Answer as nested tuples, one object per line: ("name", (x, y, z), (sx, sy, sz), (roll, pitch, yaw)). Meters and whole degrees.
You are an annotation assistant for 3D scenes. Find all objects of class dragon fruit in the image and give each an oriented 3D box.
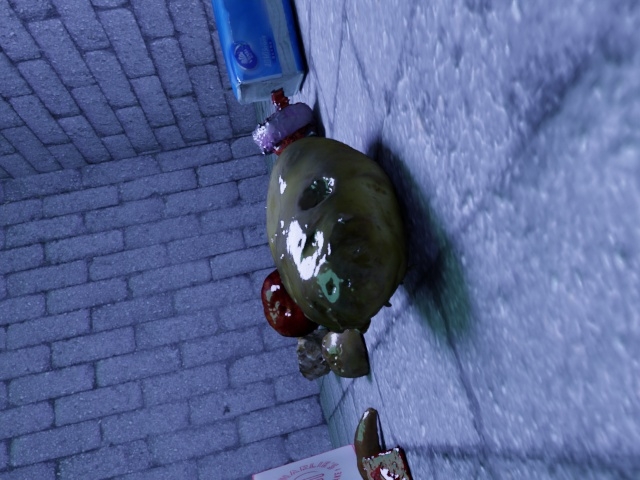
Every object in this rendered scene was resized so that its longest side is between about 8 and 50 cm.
("dragon fruit", (0.113, 0.401, 0.857), (0.097, 0.063, 0.131), (88, 168, -58))

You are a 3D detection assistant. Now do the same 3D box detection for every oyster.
("oyster", (-0.011, 0.342, 1.651), (0.341, 0.110, 0.166), (83, -179, -59))

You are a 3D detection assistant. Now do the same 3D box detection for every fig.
("fig", (-0.056, 0.156, 1.528), (0.203, 0.186, 0.249), (65, -152, -6))

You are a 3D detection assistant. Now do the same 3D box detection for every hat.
("hat", (-0.028, -0.155, 0.989), (0.227, 0.129, 0.140), (60, 149, 3))

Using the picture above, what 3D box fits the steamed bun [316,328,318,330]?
("steamed bun", (-0.059, 0.243, 1.818), (0.175, 0.107, 0.144), (-50, -43, -83))

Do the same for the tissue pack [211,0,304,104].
("tissue pack", (-0.129, -0.422, 1.049), (0.198, 0.146, 0.263), (-163, 61, -82))

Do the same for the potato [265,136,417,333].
("potato", (0.017, -0.007, 0.599), (0.296, 0.141, 0.191), (-113, 28, -63))

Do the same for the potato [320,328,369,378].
("potato", (0.040, 0.234, 1.068), (0.172, 0.089, 0.100), (97, 157, -68))

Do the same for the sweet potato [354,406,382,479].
("sweet potato", (0.103, 0.447, 1.081), (0.078, 0.058, 0.255), (-82, -16, -56))

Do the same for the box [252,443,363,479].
("box", (0.005, 0.766, 1.392), (0.312, 0.315, 0.299), (177, 78, -84))
